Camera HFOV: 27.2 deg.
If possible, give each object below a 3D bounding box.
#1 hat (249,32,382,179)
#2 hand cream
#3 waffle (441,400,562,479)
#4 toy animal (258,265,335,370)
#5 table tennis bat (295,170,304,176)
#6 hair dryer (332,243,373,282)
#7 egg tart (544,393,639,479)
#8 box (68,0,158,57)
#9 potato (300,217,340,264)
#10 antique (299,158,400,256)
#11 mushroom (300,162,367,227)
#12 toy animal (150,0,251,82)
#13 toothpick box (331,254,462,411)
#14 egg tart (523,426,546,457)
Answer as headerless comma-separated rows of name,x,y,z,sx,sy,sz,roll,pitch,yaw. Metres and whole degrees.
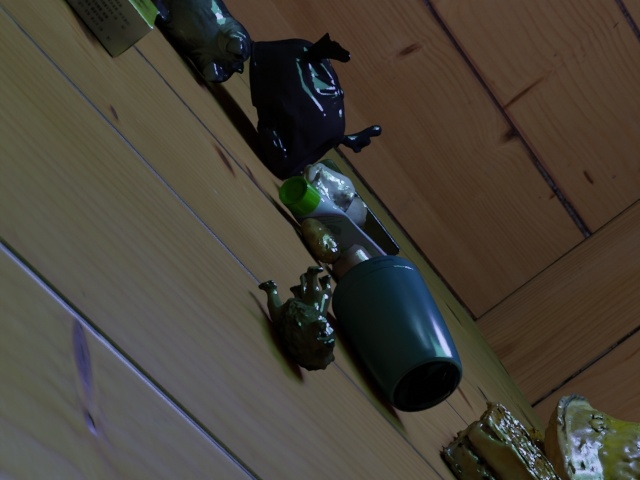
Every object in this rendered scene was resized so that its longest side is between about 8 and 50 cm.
hat,-0.020,-0.256,2.272,0.336,0.209,0.238,-109,-176,-65
hand cream,0.021,-0.014,2.028,0.079,0.050,0.275,20,-15,37
waffle,0.268,0.331,1.810,0.213,0.091,0.308,53,6,8
toy animal,-0.020,0.061,1.303,0.220,0.069,0.086,-86,160,-74
table tennis bat,-0.052,-0.142,2.500,0.095,0.014,0.158,55,8,35
hair dryer,0.068,0.067,2.020,0.117,0.064,0.181,51,-2,2
egg tart,0.520,0.441,2.177,0.443,0.178,0.443,48,27,-35
box,-0.296,-0.343,1.551,0.260,0.062,0.175,51,6,-15
potato,0.000,0.000,1.922,0.083,0.040,0.051,57,6,36
antique,0.047,-0.045,2.381,0.221,0.081,0.080,52,4,-3
mushroom,0.016,-0.062,2.181,0.099,0.096,0.278,56,2,14
toy animal,-0.240,-0.402,2.154,0.343,0.106,0.168,50,6,10
toothpick box,0.097,0.116,1.611,0.120,0.120,0.184,47,11,-46
egg tart,0.369,0.391,2.285,0.212,0.090,0.212,48,9,-10
